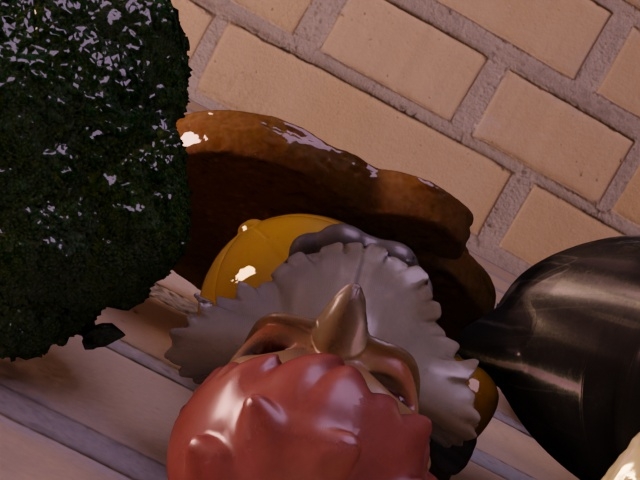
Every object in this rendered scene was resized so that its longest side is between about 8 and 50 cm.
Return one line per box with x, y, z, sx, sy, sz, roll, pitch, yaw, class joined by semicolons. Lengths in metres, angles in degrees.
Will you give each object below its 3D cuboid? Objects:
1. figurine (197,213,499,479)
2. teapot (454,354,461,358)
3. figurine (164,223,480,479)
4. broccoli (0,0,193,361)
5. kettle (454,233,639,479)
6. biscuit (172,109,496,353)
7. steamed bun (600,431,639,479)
0.024;0.083;1.044;0.257;0.167;0.192;31;-5;0;figurine
0.075;0.065;1.467;0.294;0.129;0.193;25;9;-11;teapot
-0.003;0.100;0.760;0.207;0.166;0.387;20;23;1;figurine
-0.239;-0.073;0.870;0.321;0.304;0.283;29;-22;-19;broccoli
0.301;0.097;1.063;0.321;0.228;0.324;-4;10;-24;kettle
0.000;-0.001;1.161;0.367;0.063;0.314;37;-37;-30;biscuit
0.226;0.205;0.504;0.233;0.312;0.334;29;11;-13;steamed bun
